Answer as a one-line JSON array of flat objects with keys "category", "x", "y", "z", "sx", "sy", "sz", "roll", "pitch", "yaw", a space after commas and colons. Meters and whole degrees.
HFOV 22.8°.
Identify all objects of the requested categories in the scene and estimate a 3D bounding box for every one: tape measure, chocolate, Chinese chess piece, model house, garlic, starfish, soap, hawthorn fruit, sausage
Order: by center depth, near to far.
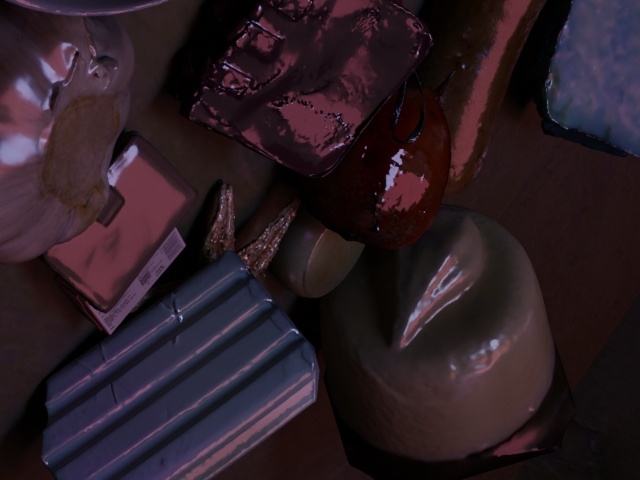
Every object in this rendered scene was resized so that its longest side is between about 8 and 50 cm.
[{"category": "garlic", "x": -0.242, "y": -0.092, "z": 1.203, "sx": 0.228, "sy": 0.152, "sz": 0.228, "roll": -39, "pitch": 143, "yaw": -38}, {"category": "soap", "x": -0.151, "y": 0.163, "z": 1.635, "sx": 0.289, "sy": 0.173, "sz": 0.095, "roll": -36, "pitch": 155, "yaw": -11}, {"category": "tape measure", "x": 0.052, "y": -0.192, "z": 1.646, "sx": 0.104, "sy": 0.180, "sz": 0.107, "roll": -48, "pitch": 162, "yaw": 21}, {"category": "starfish", "x": -0.104, "y": 0.039, "z": 1.762, "sx": 0.231, "sy": 0.048, "sz": 0.295, "roll": -57, "pitch": 151, "yaw": 5}, {"category": "hawthorn fruit", "x": 0.076, "y": -0.105, "z": 1.802, "sx": 0.235, "sy": 0.181, "sz": 0.181, "roll": -56, "pitch": 157, "yaw": -12}, {"category": "sausage", "x": 0.203, "y": -0.276, "z": 1.875, "sx": 0.123, "sy": 0.136, "sz": 0.500, "roll": -74, "pitch": -173, "yaw": -73}, {"category": "Chinese chess piece", "x": 0.000, "y": 0.000, "z": 1.922, "sx": 0.144, "sy": 0.058, "sz": 0.144, "roll": -44, "pitch": 152, "yaw": -31}, {"category": "chocolate", "x": 0.144, "y": 0.121, "z": 2.033, "sx": 0.314, "sy": 0.326, "sz": 0.297, "roll": -16, "pitch": 154, "yaw": 2}, {"category": "model house", "x": 0.375, "y": -0.272, "z": 2.214, "sx": 0.226, "sy": 0.241, "sz": 0.261, "roll": 19, "pitch": 93, "yaw": -22}]

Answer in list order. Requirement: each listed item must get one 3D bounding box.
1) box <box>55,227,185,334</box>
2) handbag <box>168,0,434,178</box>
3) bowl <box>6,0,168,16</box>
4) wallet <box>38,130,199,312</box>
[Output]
[{"category": "box", "x": -0.197, "y": 0.022, "z": 1.575, "sx": 0.125, "sy": 0.043, "sz": 0.089, "roll": -50, "pitch": 156, "yaw": -16}, {"category": "handbag", "x": -0.022, "y": -0.180, "z": 1.544, "sx": 0.216, "sy": 0.074, "sz": 0.203, "roll": 23, "pitch": 109, "yaw": -41}, {"category": "bowl", "x": -0.156, "y": -0.304, "z": 1.034, "sx": 0.287, "sy": 0.144, "sz": 0.287, "roll": -11, "pitch": 123, "yaw": -18}, {"category": "wallet", "x": -0.194, "y": -0.019, "z": 1.494, "sx": 0.152, "sy": 0.039, "sz": 0.118, "roll": -50, "pitch": 133, "yaw": -13}]
